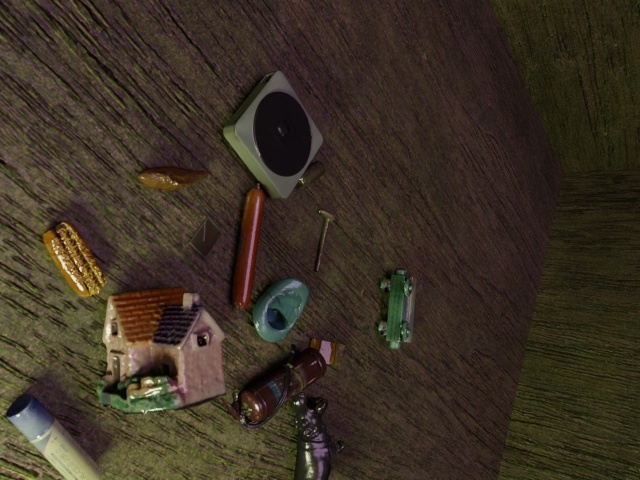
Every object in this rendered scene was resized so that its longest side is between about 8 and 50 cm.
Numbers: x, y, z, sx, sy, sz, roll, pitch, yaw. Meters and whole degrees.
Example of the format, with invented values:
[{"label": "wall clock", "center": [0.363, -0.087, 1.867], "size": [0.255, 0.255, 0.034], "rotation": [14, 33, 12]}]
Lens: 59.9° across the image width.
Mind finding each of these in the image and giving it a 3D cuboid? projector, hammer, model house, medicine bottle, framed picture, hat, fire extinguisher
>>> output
[{"label": "projector", "center": [-0.125, -0.287, 1.530], "size": [0.259, 0.079, 0.257], "rotation": [53, 53, -35]}, {"label": "hammer", "center": [0.000, 0.000, 1.720], "size": [0.060, 0.028, 0.195], "rotation": [22, 75, -42]}, {"label": "model house", "center": [-0.339, 0.220, 1.171], "size": [0.202, 0.236, 0.238], "rotation": [0, 86, -43]}, {"label": "medicine bottle", "center": [-0.517, 0.399, 1.087], "size": [0.059, 0.059, 0.231], "rotation": [-49, 125, -37]}, {"label": "framed picture", "center": [-0.287, -0.007, 1.396], "size": [0.066, 0.006, 0.089], "rotation": [53, 52, -35]}, {"label": "hat", "center": [-0.116, 0.188, 1.549], "size": [0.191, 0.078, 0.138], "rotation": [-51, 120, -13]}, {"label": "fire extinguisher", "center": [-0.126, 0.392, 1.516], "size": [0.341, 0.105, 0.142], "rotation": [-23, 89, -47]}]

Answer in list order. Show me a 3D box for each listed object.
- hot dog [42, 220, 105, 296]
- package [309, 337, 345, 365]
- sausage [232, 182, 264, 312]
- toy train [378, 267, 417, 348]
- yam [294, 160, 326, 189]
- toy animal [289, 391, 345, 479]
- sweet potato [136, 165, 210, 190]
[{"label": "hot dog", "center": [-0.495, 0.042, 1.124], "size": [0.071, 0.045, 0.165], "rotation": [-45, 121, -42]}, {"label": "package", "center": [0.022, 0.348, 1.725], "size": [0.131, 0.047, 0.071], "rotation": [26, 73, -48]}, {"label": "sausage", "center": [-0.192, 0.017, 1.472], "size": [0.053, 0.053, 0.348], "rotation": [16, 78, -48]}, {"label": "toy train", "center": [0.290, 0.246, 2.004], "size": [0.177, 0.116, 0.286], "rotation": [17, 76, -61]}, {"label": "yam", "center": [-0.035, -0.194, 1.655], "size": [0.132, 0.054, 0.054], "rotation": [-39, 119, -44]}, {"label": "toy animal", "center": [-0.017, 0.598, 1.641], "size": [0.168, 0.106, 0.344], "rotation": [-3, 86, -42]}, {"label": "sweet potato", "center": [-0.337, -0.144, 1.296], "size": [0.205, 0.068, 0.060], "rotation": [-17, 127, -54]}]
